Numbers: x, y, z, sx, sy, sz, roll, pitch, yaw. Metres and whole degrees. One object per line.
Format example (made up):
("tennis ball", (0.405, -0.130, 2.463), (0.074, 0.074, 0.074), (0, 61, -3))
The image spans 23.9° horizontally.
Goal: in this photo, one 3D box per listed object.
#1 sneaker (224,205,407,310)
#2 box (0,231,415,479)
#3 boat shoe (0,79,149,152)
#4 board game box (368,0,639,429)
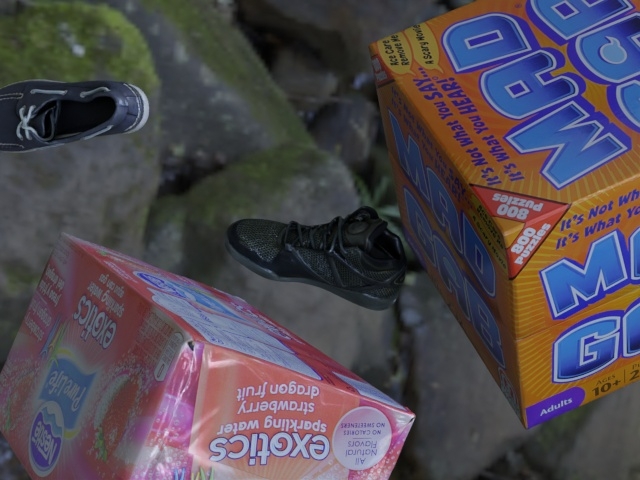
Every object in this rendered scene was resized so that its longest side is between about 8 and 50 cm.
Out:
("sneaker", (0.000, 0.000, 1.844), (0.130, 0.228, 0.087), (109, 0, -49))
("box", (-0.090, 0.108, 0.949), (0.154, 0.300, 0.142), (23, 92, -26))
("boat shoe", (-0.282, -0.130, 1.549), (0.065, 0.206, 0.075), (-16, 101, -74))
("board game box", (0.310, -0.069, 1.805), (0.357, 0.356, 0.356), (-23, 138, -8))
